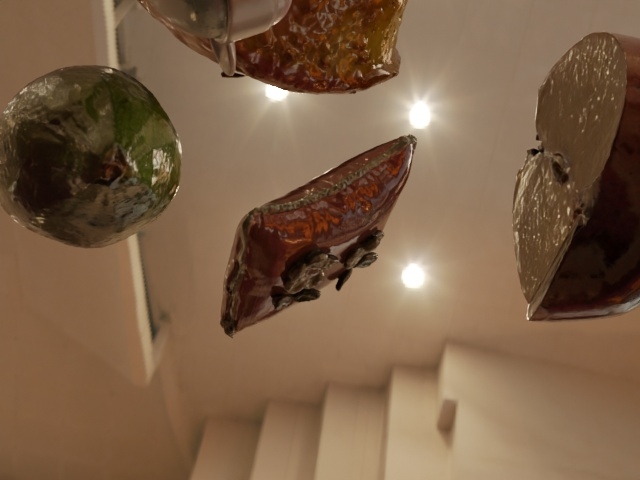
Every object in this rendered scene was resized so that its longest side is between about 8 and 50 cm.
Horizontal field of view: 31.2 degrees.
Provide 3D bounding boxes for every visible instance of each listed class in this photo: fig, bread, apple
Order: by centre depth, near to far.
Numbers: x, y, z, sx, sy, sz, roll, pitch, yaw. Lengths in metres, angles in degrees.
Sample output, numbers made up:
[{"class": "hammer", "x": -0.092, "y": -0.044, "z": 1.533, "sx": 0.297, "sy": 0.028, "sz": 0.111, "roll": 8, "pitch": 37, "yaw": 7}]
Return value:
[{"class": "fig", "x": -0.143, "y": -0.046, "z": 0.729, "sx": 0.123, "sy": 0.156, "sz": 0.123, "roll": -7, "pitch": -69, "yaw": -19}, {"class": "bread", "x": -0.050, "y": -0.320, "z": 1.348, "sx": 0.358, "sy": 0.336, "sz": 0.204, "roll": 6, "pitch": -51, "yaw": -34}, {"class": "apple", "x": 0.336, "y": -0.079, "z": 1.410, "sx": 0.329, "sy": 0.365, "sz": 0.295, "roll": -35, "pitch": -74, "yaw": 10}]

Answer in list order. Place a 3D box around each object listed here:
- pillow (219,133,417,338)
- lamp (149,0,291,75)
[{"class": "pillow", "x": 0.000, "y": 0.000, "z": 0.965, "sx": 0.075, "sy": 0.179, "sz": 0.171, "roll": 48, "pitch": -30, "yaw": 18}, {"class": "lamp", "x": -0.083, "y": -0.230, "z": 0.750, "sx": 0.108, "sy": 0.179, "sz": 0.246, "roll": -20, "pitch": -23, "yaw": -19}]
